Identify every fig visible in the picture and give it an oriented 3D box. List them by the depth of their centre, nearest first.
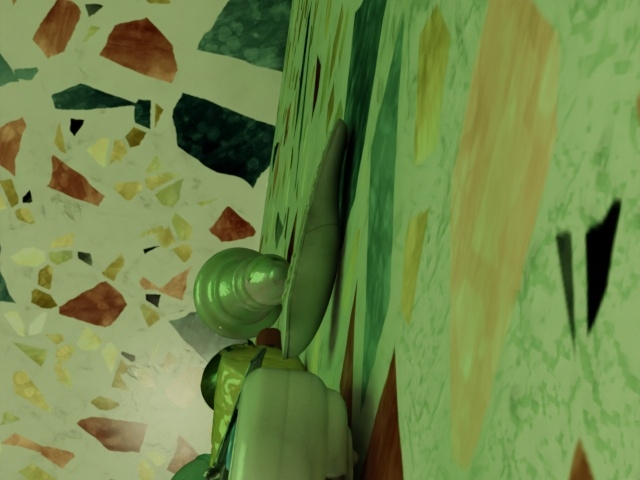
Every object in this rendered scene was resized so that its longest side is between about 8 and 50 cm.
[{"bbox_3d":[-0.130,0.217,1.898,0.177,0.117,0.117,-49,30,48],"label":"fig"}]

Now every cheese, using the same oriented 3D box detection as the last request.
[{"bbox_3d":[-0.071,0.205,1.233,0.123,0.094,0.167,-113,30,-77],"label":"cheese"}]

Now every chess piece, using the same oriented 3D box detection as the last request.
[{"bbox_3d":[-0.090,0.063,1.636,0.271,0.139,0.139,152,126,-70],"label":"chess piece"}]

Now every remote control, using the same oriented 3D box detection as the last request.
[{"bbox_3d":[0.000,0.000,1.048,0.073,0.044,0.229,95,-171,-68],"label":"remote control"}]

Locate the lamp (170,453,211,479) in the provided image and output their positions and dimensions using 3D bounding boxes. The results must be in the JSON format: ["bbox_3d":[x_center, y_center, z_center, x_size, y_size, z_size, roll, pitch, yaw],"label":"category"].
[{"bbox_3d":[-0.173,0.430,1.747,0.284,0.147,0.209,115,160,-76],"label":"lamp"}]

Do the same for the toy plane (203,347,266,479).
[{"bbox_3d":[-0.069,0.202,0.957,0.226,0.058,0.226,-43,-41,-53],"label":"toy plane"}]

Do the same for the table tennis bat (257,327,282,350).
[{"bbox_3d":[-0.063,0.244,1.450,0.200,0.038,0.310,104,168,-47],"label":"table tennis bat"}]

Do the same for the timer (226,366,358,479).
[{"bbox_3d":[-0.030,0.219,0.790,0.237,0.087,0.262,130,147,-82],"label":"timer"}]
